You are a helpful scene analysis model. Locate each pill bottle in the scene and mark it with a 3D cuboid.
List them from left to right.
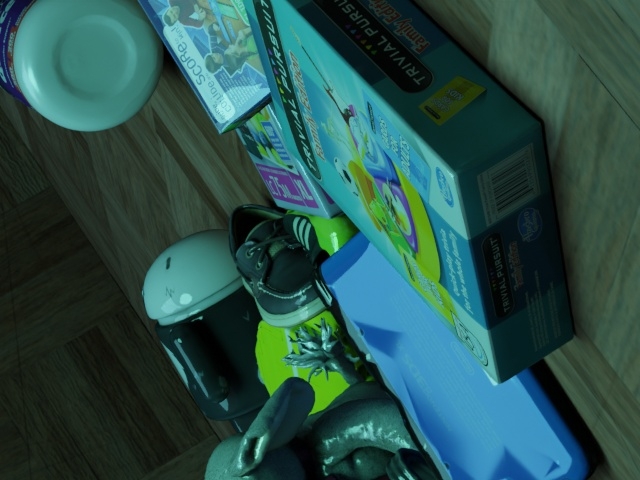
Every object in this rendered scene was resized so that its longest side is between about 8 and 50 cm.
[{"bbox_3d":[-0.321,-0.245,2.400,0.181,0.181,0.323,63,167,-20],"label":"pill bottle"}]

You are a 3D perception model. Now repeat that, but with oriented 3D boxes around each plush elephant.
[{"bbox_3d":[-0.004,0.261,2.016,0.330,0.255,0.272,50,151,17],"label":"plush elephant"}]

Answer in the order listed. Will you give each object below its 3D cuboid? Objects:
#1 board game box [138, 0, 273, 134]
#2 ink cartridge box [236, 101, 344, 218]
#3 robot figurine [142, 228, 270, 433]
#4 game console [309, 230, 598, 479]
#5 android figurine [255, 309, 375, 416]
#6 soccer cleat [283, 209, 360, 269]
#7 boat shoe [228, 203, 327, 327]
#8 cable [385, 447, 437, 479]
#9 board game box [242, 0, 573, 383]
[{"bbox_3d":[-0.092,-0.215,1.728,0.136,0.035,0.201,-35,84,37],"label":"board game box"},{"bbox_3d":[-0.068,-0.171,1.870,0.311,0.065,0.186,64,167,-12],"label":"ink cartridge box"},{"bbox_3d":[-0.115,0.122,2.472,0.278,0.173,0.209,61,165,-10],"label":"robot figurine"},{"bbox_3d":[0.141,0.106,1.773,0.293,0.173,0.250,57,137,7],"label":"game console"},{"bbox_3d":[0.016,0.172,2.223,0.273,0.056,0.248,26,137,47],"label":"android figurine"},{"bbox_3d":[0.000,0.000,1.968,0.179,0.060,0.072,-178,89,-75],"label":"soccer cleat"},{"bbox_3d":[-0.049,0.021,2.152,0.092,0.103,0.285,58,175,-18],"label":"boat shoe"},{"bbox_3d":[0.192,0.290,1.827,0.287,0.072,0.139,49,-152,15],"label":"cable"},{"bbox_3d":[0.061,-0.081,1.523,0.336,0.079,0.254,49,164,39],"label":"board game box"}]
